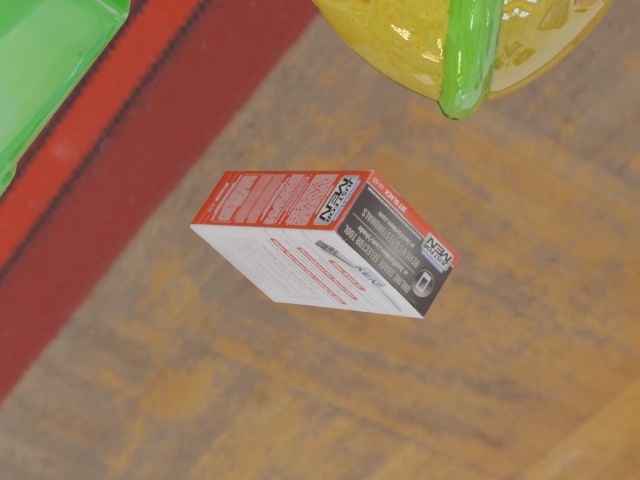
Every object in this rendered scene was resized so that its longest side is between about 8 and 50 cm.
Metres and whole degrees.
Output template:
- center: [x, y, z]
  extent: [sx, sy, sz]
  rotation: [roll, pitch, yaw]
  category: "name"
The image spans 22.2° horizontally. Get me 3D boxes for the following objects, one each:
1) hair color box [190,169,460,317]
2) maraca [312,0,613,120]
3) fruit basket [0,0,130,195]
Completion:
- center: [0.000, 0.000, 1.072]
  extent: [0.093, 0.053, 0.167]
  rotation: [44, 159, -30]
  category: "hair color box"
- center: [0.035, -0.122, 0.411]
  extent: [0.099, 0.185, 0.127]
  rotation: [1, 170, -3]
  category: "maraca"
- center: [-0.327, -0.151, 0.892]
  extent: [0.392, 0.283, 0.392]
  rotation: [-1, 142, -1]
  category: "fruit basket"
